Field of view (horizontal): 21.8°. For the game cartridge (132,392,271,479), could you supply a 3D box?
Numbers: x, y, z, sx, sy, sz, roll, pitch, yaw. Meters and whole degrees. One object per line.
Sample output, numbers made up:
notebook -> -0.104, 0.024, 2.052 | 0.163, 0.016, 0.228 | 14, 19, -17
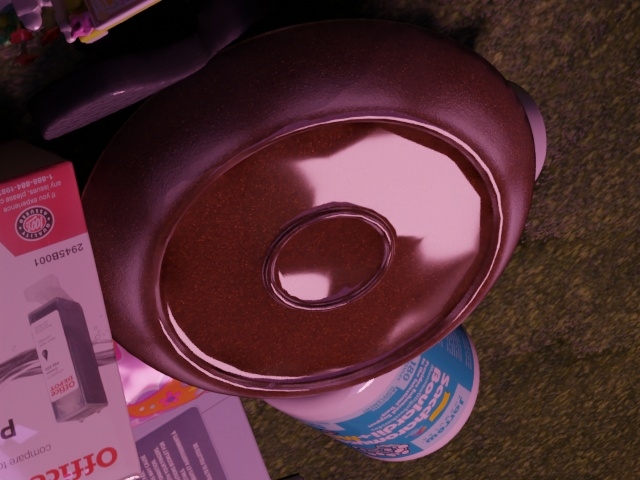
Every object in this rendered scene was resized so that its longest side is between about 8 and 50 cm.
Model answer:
game cartridge -> -0.141, 0.214, 1.387 | 0.198, 0.062, 0.297 | -28, 136, -12

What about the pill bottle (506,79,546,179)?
pill bottle -> 0.056, -0.064, 1.192 | 0.221, 0.124, 0.124 | -10, 141, -39

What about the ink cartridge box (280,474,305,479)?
ink cartridge box -> -0.156, 0.337, 1.595 | 0.311, 0.065, 0.186 | -9, 140, -37

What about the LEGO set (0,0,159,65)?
LEGO set -> -0.115, -0.136, 0.810 | 0.132, 0.107, 0.287 | -15, 169, -47

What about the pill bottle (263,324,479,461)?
pill bottle -> 0.044, 0.100, 1.387 | 0.146, 0.146, 0.264 | -41, 150, 7

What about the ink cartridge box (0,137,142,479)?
ink cartridge box -> -0.214, 0.067, 1.015 | 0.158, 0.092, 0.218 | -20, 113, -28

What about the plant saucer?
plant saucer -> 0.000, 0.000, 1.068 | 0.310, 0.050, 0.311 | -11, 134, -12

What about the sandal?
sandal -> -0.100, -0.116, 0.938 | 0.097, 0.054, 0.254 | -23, -168, 20

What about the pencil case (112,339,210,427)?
pencil case -> -0.201, 0.096, 1.155 | 0.284, 0.124, 0.124 | -22, 147, -24
